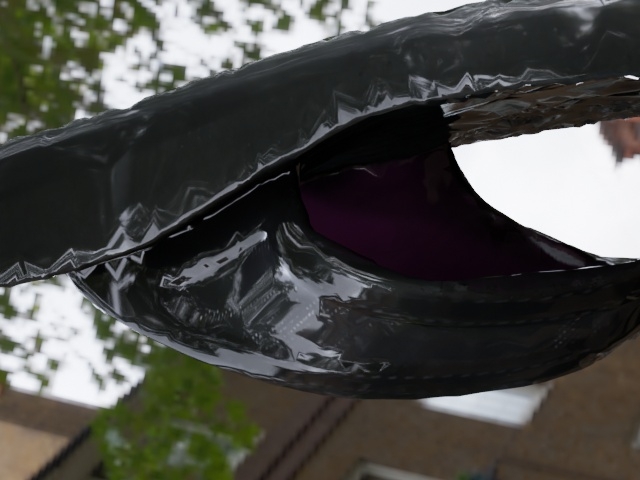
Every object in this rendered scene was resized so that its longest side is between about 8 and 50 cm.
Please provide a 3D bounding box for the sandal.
[{"bbox_3d":[0.000,0.000,0.530,0.168,0.446,0.107,-11,-91,-57],"label":"sandal"}]
